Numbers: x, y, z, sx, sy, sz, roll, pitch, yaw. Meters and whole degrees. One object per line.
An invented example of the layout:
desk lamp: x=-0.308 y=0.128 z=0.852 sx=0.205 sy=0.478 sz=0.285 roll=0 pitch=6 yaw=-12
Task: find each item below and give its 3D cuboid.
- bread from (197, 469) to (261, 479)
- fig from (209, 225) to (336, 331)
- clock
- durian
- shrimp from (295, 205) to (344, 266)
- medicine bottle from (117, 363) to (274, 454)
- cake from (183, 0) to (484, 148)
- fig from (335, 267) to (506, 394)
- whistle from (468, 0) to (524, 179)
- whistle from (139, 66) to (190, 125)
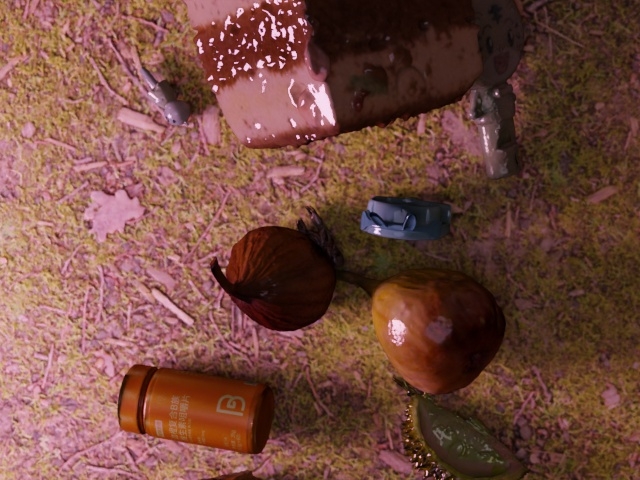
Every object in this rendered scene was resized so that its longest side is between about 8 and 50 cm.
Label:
bread: x=-0.146 y=0.388 z=2.010 sx=0.152 sy=0.127 sz=0.147 roll=-12 pitch=96 yaw=48
fig: x=-0.071 y=0.058 z=1.878 sx=0.146 sy=0.201 sz=0.134 roll=13 pitch=104 yaw=21
clock: x=0.103 y=-0.027 z=1.860 sx=0.108 sy=0.147 sz=0.045 roll=6 pitch=98 yaw=12
durian: x=0.164 y=0.266 z=1.928 sx=0.215 sy=0.086 sz=0.100 roll=35 pitch=69 yaw=4
shrimp: x=-0.004 y=0.000 z=1.952 sx=0.038 sy=0.029 sz=0.092 roll=-31 pitch=83 yaw=23
medicine bottle: x=-0.165 y=0.224 z=1.978 sx=0.192 sy=0.096 sz=0.096 roll=9 pitch=98 yaw=12
cake: x=0.003 y=-0.266 z=1.759 sx=0.282 sy=0.255 sz=0.290 roll=-6 pitch=99 yaw=58
fig: x=0.107 y=0.092 z=1.893 sx=0.257 sy=0.159 sz=0.159 roll=26 pitch=102 yaw=32
whistle: x=0.206 y=-0.203 z=1.844 sx=0.067 sy=0.126 sz=0.258 roll=6 pitch=114 yaw=48
whistle: x=-0.207 y=-0.190 z=1.975 sx=0.035 sy=0.035 sz=0.100 roll=-41 pitch=84 yaw=14
